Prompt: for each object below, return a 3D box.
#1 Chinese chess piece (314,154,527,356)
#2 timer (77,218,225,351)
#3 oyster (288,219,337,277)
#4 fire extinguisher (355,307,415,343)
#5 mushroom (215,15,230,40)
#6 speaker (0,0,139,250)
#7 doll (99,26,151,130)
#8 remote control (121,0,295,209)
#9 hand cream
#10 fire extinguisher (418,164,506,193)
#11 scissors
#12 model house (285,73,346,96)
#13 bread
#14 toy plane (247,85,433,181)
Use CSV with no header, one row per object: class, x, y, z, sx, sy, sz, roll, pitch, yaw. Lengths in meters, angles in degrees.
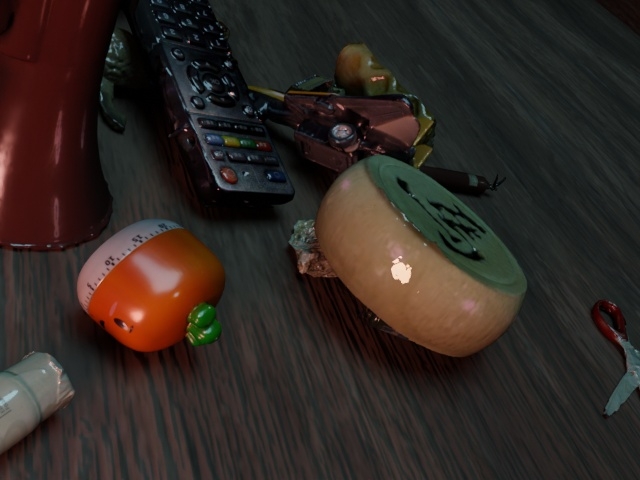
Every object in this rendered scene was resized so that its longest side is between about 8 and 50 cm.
Chinese chess piece,0.112,0.013,0.852,0.250,0.101,0.250,33,22,-15
timer,-0.137,0.049,0.679,0.136,0.099,0.136,17,47,-19
oyster,-0.001,0.000,0.896,0.098,0.037,0.100,3,39,-34
fire extinguisher,0.079,0.088,0.841,0.083,0.025,0.038,20,52,-9
mushroom,-0.230,-0.403,1.248,0.217,0.148,0.227,40,39,-15
speaker,-0.285,-0.162,0.670,0.259,0.329,0.198,-12,49,-36
doll,-0.258,-0.243,1.011,0.286,0.091,0.203,-29,95,-41
remote control,-0.161,-0.203,0.960,0.144,0.062,0.399,1,56,-44
hand cream,-0.255,0.141,0.503,0.078,0.050,0.205,36,37,14
fire extinguisher,0.207,-0.096,1.198,0.173,0.035,0.049,7,-1,-29
scissors,0.406,0.169,0.978,0.144,0.017,0.248,31,33,6
model house,-0.006,-0.232,1.218,0.058,0.057,0.083,20,42,41
bread,0.100,-0.219,1.233,0.232,0.088,0.128,53,-2,26
toy plane,-0.007,-0.151,1.042,0.316,0.204,0.103,19,56,20
